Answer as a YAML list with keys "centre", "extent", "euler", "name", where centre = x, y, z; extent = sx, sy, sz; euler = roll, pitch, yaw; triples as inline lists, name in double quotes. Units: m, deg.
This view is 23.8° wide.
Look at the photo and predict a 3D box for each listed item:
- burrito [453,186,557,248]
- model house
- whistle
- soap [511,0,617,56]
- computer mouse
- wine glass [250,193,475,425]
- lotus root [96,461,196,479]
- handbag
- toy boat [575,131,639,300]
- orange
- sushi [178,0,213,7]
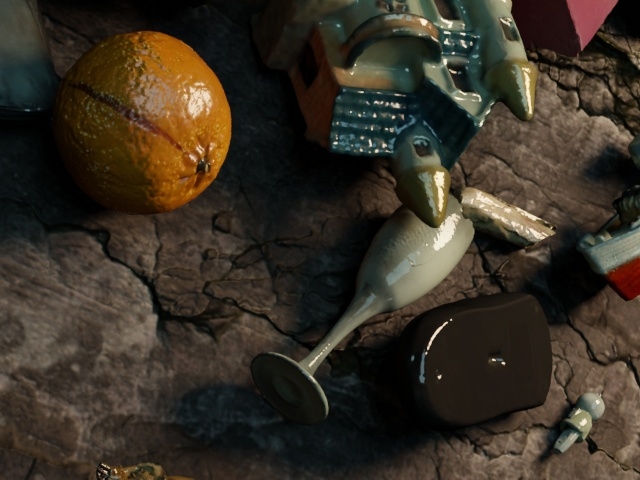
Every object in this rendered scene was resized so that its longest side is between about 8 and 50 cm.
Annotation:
- centre: [0.218, -0.022, 1.806]
  extent: [0.149, 0.041, 0.055]
  euler: [23, 48, -20]
  name: "burrito"
- centre: [0.106, -0.170, 1.674]
  extent: [0.267, 0.194, 0.325]
  euler: [4, 55, -28]
  name: "model house"
- centre: [0.299, 0.211, 1.762]
  extent: [0.035, 0.035, 0.100]
  euler: [47, 57, -5]
  name: "whistle"
- centre: [0.327, -0.434, 1.931]
  extent: [0.359, 0.128, 0.233]
  euler: [-53, 135, -33]
  name: "soap"
- centre: [0.156, 0.135, 1.676]
  extent: [0.270, 0.086, 0.137]
  euler: [-8, 92, -49]
  name: "computer mouse"
- centre: [0.000, 0.000, 1.638]
  extent: [0.264, 0.096, 0.309]
  euler: [49, 55, -8]
  name: "wine glass"
- centre: [-0.131, 0.292, 1.441]
  extent: [0.118, 0.125, 0.221]
  euler: [-31, 89, 6]
  name: "lotus root"
- centre: [-0.377, -0.254, 1.561]
  extent: [0.192, 0.075, 0.332]
  euler: [-7, 71, -34]
  name: "handbag"
- centre: [0.412, -0.055, 1.860]
  extent: [0.332, 0.145, 0.133]
  euler: [-42, 104, -39]
  name: "toy boat"
- centre: [-0.176, -0.116, 1.541]
  extent: [0.161, 0.193, 0.193]
  euler: [22, 49, 31]
  name: "orange"
- centre: [-0.148, -0.376, 1.560]
  extent: [0.329, 0.328, 0.285]
  euler: [29, 94, 3]
  name: "sushi"
